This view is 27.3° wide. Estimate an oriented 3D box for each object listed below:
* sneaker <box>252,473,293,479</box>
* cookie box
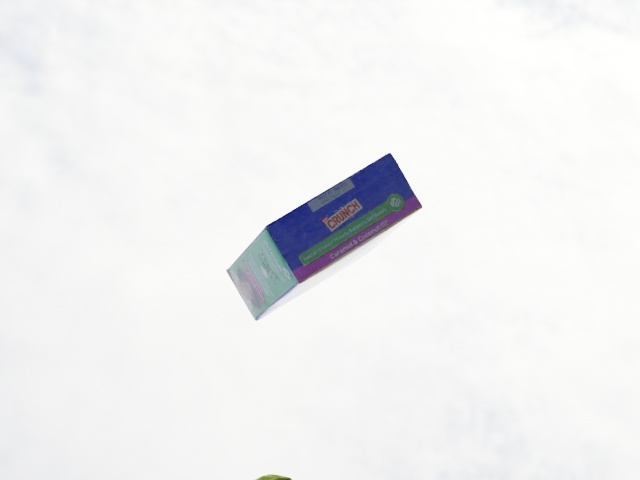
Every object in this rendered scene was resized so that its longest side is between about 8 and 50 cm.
[{"bbox_3d":[-0.048,0.203,0.491,0.097,0.084,0.235,27,-106,-32],"label":"sneaker"},{"bbox_3d":[0.000,0.000,0.782,0.092,0.107,0.040,-31,-95,-21],"label":"cookie box"}]
